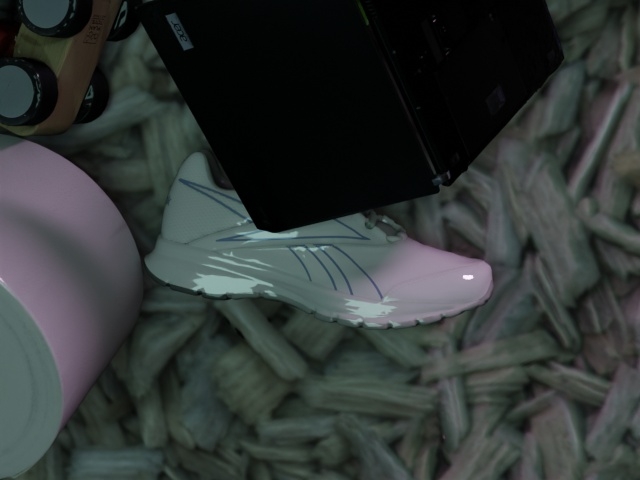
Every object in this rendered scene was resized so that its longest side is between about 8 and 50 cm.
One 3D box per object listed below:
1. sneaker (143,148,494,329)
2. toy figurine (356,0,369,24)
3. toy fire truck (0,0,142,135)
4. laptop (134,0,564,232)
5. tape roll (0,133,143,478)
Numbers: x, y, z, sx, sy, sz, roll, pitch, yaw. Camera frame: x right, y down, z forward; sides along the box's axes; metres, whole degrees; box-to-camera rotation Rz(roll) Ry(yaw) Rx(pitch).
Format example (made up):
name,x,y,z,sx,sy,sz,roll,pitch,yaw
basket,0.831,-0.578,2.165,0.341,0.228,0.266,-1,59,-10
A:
name,x,y,z,sx,sy,sz,roll,pitch,yaw
sneaker,0.000,0.000,1.247,0.297,0.111,0.129,10,96,7
toy figurine,-0.006,-0.274,1.203,0.159,0.130,0.173,32,116,16
toy fire truck,-0.289,-0.227,1.244,0.246,0.158,0.217,28,105,16
laptop,0.035,-0.159,1.154,0.137,0.264,0.234,18,146,44
tape roll,-0.289,0.055,1.235,0.246,0.169,0.246,9,122,15
